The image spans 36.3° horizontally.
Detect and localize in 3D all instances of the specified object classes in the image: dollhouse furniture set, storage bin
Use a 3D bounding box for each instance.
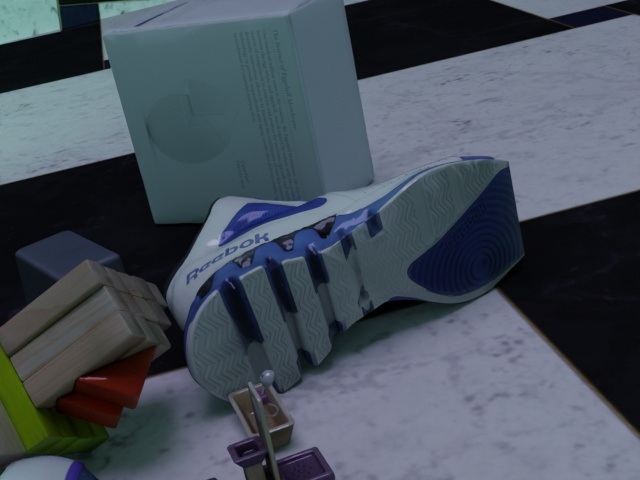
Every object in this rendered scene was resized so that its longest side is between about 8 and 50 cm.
[{"bbox_3d":[-0.057,0.110,0.640,0.091,0.081,0.114,-17,24,-14],"label":"dollhouse furniture set"},{"bbox_3d":[-0.214,0.052,0.838,0.098,0.091,0.135,-26,26,-30],"label":"storage bin"}]

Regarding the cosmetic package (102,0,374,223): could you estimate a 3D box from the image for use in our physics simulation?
[{"bbox_3d":[-0.081,-0.144,1.057,0.225,0.224,0.138,2,26,27],"label":"cosmetic package"}]

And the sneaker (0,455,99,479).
[{"bbox_3d":[-0.005,0.198,0.348,0.236,0.130,0.323,4,23,-16],"label":"sneaker"}]

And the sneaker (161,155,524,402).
[{"bbox_3d":[-0.001,0.001,0.811,0.316,0.127,0.182,-24,28,-23],"label":"sneaker"}]

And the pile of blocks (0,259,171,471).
[{"bbox_3d":[-0.246,0.151,0.644,0.362,0.149,0.112,-28,70,-15],"label":"pile of blocks"}]
